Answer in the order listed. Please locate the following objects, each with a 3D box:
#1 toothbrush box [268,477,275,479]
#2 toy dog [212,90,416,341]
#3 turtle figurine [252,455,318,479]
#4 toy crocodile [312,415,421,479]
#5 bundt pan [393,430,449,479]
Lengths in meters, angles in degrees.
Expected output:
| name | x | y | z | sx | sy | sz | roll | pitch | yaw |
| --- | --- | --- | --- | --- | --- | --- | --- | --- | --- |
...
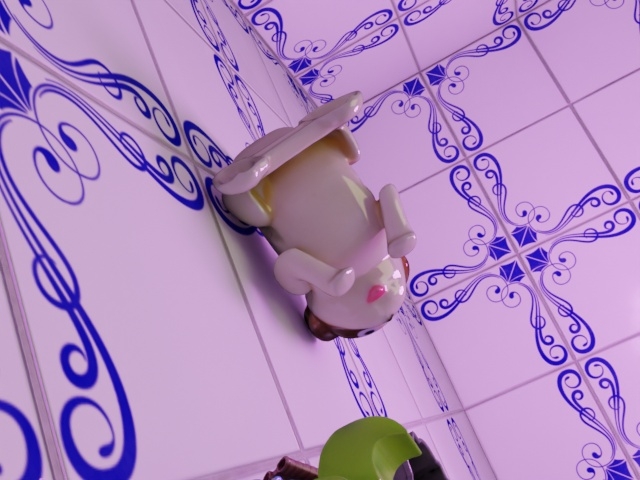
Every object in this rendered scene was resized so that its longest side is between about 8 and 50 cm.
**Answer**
| name | x | y | z | sx | sy | sz | roll | pitch | yaw |
| --- | --- | --- | --- | --- | --- | --- | --- | --- | --- |
| toothbrush box | -0.053 | 0.334 | 0.408 | 0.295 | 0.126 | 0.216 | 64 | 10 | 10 |
| toy dog | 0.000 | 0.000 | 1.197 | 0.407 | 0.285 | 0.395 | 58 | -24 | -15 |
| turtle figurine | 0.057 | 0.358 | 0.694 | 0.266 | 0.275 | 0.197 | 56 | 47 | -49 |
| toy crocodile | 0.040 | 0.252 | 0.426 | 0.115 | 0.105 | 0.340 | 61 | 10 | -20 |
| bundt pan | 0.154 | 0.476 | 1.019 | 0.330 | 0.124 | 0.331 | 58 | 12 | -20 |
